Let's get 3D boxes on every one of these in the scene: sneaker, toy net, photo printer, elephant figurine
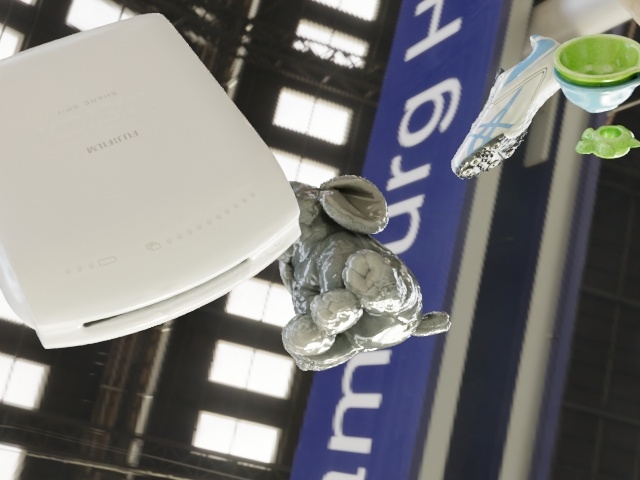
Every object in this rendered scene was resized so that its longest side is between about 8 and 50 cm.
[{"bbox_3d":[0.265,-0.189,1.367,0.086,0.085,0.237,41,-87,27],"label":"sneaker"},{"bbox_3d":[0.295,-0.118,0.701,0.232,0.122,0.045,-8,-54,4],"label":"toy net"},{"bbox_3d":[-0.181,-0.056,0.835,0.256,0.107,0.307,-23,-127,-18],"label":"photo printer"},{"bbox_3d":[0.000,0.000,1.000,0.169,0.186,0.239,-27,-123,1],"label":"elephant figurine"}]

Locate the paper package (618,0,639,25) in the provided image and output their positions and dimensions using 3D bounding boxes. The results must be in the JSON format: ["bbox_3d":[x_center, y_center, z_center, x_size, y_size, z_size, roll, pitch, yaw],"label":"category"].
[{"bbox_3d":[0.560,-0.422,1.200,0.324,0.309,0.168,-33,-101,-10],"label":"paper package"}]
